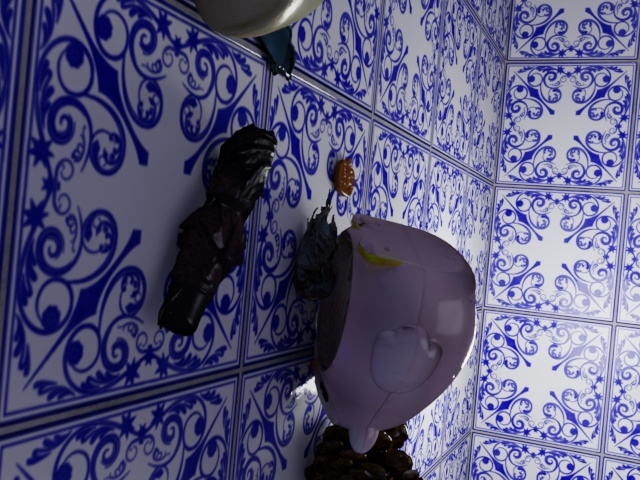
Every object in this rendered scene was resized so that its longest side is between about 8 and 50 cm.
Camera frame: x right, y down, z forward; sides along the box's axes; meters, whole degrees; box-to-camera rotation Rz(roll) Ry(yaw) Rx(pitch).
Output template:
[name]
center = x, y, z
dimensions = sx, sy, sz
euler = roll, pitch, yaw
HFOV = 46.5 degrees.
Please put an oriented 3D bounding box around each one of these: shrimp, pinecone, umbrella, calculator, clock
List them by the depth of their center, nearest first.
[umbrella]
center = -0.137, -0.022, 1.003
dimensions = 0.094, 0.090, 0.326
euler = 99, 9, -60
[calculator]
center = -0.067, -0.314, 1.190
dimensions = 0.141, 0.019, 0.094
euler = 52, 48, -60
[shrimp]
center = 0.000, 0.000, 1.346
dimensions = 0.090, 0.079, 0.233
euler = 61, 36, -60
[clock]
center = 0.129, 0.169, 1.373
dimensions = 0.368, 0.250, 0.377
euler = -102, -155, -64
[pinecone]
center = 0.095, 0.451, 1.478
dimensions = 0.309, 0.244, 0.244
euler = -69, 154, -56

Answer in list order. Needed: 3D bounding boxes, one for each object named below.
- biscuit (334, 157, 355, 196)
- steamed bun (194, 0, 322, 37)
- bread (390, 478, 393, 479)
[biscuit]
center = 0.048, -0.129, 1.502
dimensions = 0.091, 0.015, 0.078
euler = 43, 54, -62
[steamed bun]
center = -0.063, -0.385, 0.999
dimensions = 0.225, 0.170, 0.200
euler = -49, 133, -56
[bread]
center = 0.134, 0.554, 1.783
dimensions = 0.140, 0.069, 0.128
euler = 61, 42, -51
